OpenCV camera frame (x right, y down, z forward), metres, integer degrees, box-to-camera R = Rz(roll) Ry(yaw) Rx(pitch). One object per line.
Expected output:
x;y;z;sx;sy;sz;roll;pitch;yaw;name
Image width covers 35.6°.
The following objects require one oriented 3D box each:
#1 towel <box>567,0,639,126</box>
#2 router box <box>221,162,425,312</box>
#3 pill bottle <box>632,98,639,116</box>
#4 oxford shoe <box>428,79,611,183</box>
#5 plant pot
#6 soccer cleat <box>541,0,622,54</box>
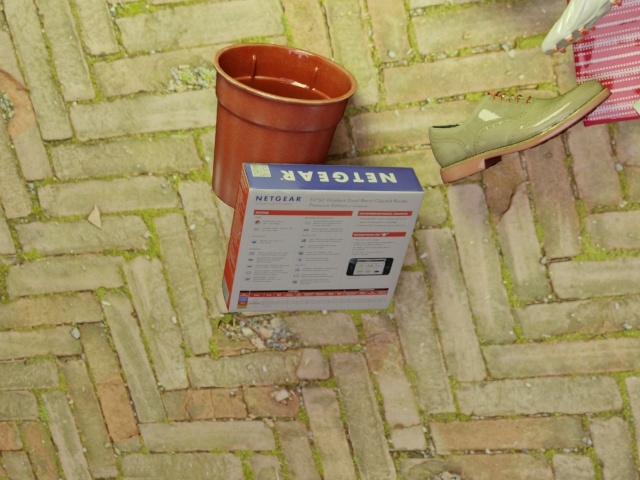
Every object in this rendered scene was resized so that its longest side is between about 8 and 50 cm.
0.547;-0.347;1.761;0.199;0.031;0.274;-6;105;21;towel
0.000;0.000;1.893;0.336;0.082;0.301;1;130;-17;router box
0.638;-0.267;1.677;0.215;0.117;0.117;-41;92;16;pill bottle
0.350;-0.223;1.813;0.348;0.123;0.130;-25;91;25;oxford shoe
-0.090;-0.204;1.906;0.272;0.272;0.265;20;121;11;plant pot
0.455;-0.402;1.728;0.196;0.068;0.076;-42;70;31;soccer cleat
